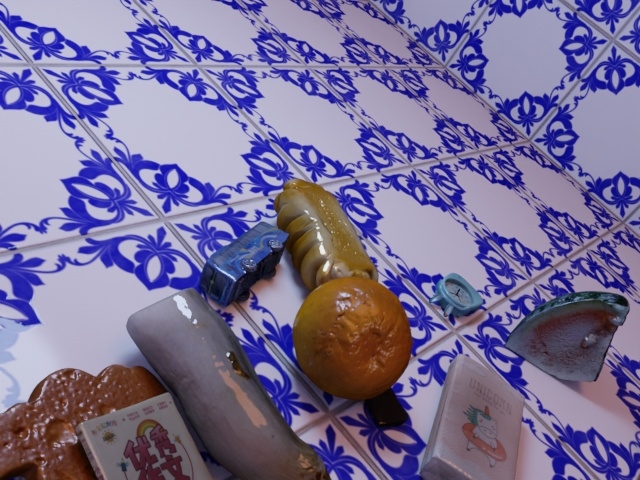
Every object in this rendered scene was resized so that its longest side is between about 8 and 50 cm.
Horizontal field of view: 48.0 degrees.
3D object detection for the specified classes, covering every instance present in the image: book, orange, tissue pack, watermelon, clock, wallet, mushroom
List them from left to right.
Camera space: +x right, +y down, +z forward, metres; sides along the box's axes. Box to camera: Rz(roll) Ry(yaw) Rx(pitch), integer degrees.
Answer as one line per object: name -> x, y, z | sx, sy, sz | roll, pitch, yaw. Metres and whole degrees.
book -> -0.208, 0.323, 0.945 | 0.162, 0.022, 0.231 | -6, 62, -58
mushroom -> -0.129, 0.245, 1.083 | 0.397, 0.126, 0.177 | 52, 8, 22
orange -> 0.056, 0.172, 1.278 | 0.219, 0.219, 0.193 | -2, 7, -44
wallet -> 0.103, 0.281, 1.353 | 0.082, 0.018, 0.156 | 5, 42, -37
clock -> 0.318, 0.136, 1.718 | 0.108, 0.045, 0.147 | 47, 35, 20
tissue pack -> 0.299, 0.363, 1.374 | 0.170, 0.071, 0.325 | 34, 32, 2
watermelon -> 0.588, 0.239, 1.711 | 0.290, 0.320, 0.213 | -10, 75, -11

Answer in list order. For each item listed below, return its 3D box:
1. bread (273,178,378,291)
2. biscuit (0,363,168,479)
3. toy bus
bread -> 0.000, 0.000, 1.533 | 0.173, 0.121, 0.311 | 12, 39, -38
biscuit -> -0.316, 0.267, 0.942 | 0.202, 0.047, 0.334 | 47, 28, 4
toy bus -> -0.145, 0.043, 1.395 | 0.094, 0.079, 0.236 | 25, 29, 15
